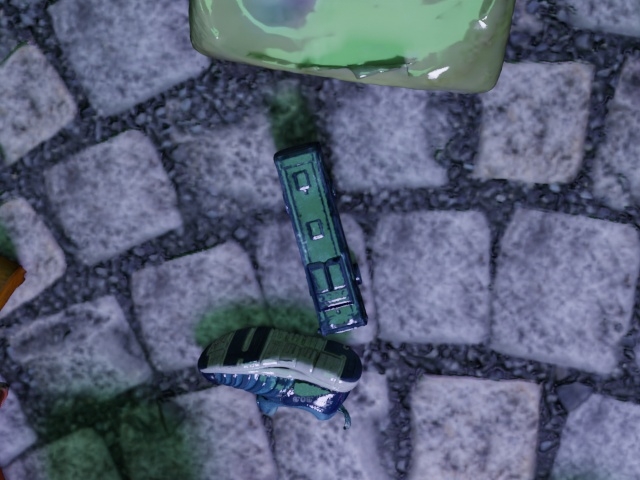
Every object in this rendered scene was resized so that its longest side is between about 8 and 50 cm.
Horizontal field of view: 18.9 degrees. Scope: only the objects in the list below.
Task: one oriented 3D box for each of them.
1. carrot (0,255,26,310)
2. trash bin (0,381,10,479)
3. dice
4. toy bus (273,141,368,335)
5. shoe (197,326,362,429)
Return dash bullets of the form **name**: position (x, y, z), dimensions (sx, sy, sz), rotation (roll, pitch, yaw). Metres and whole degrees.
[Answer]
- **carrot**: position (-0.360, 0.012, 1.659), dimensions (0.205, 0.072, 0.072), rotation (24, 99, 6)
- **trash bin**: position (-0.318, 0.256, 1.652), dimensions (0.184, 0.161, 0.239), rotation (-23, 105, 6)
- **dice**: position (0.033, -0.251, 1.500), dimensions (0.252, 0.254, 0.250), rotation (7, 97, 3)
- **toy bus**: position (0.000, 0.000, 1.635), dimensions (0.047, 0.065, 0.166), rotation (-15, 97, 4)
- **shoe**: position (-0.036, 0.119, 1.663), dimensions (0.143, 0.064, 0.071), rotation (9, 118, 6)
